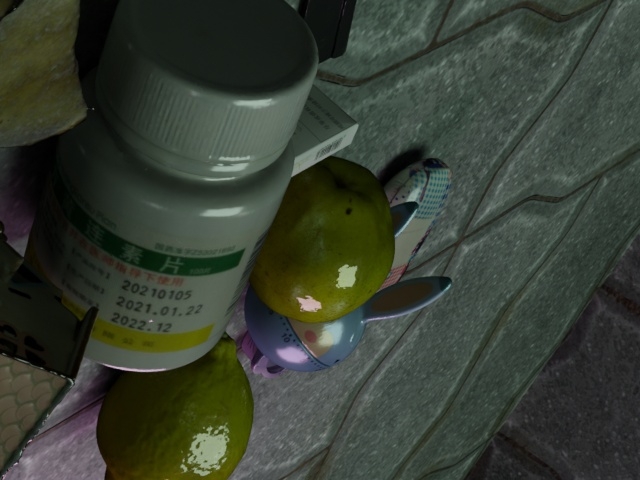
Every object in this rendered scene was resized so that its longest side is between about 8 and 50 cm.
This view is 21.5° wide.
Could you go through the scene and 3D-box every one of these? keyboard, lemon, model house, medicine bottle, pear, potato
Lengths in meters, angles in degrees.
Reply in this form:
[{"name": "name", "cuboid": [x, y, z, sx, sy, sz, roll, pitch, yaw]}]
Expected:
[{"name": "keyboard", "cuboid": [0.011, -0.261, 1.726, 0.072, 0.023, 0.231, -28, 154, -27]}, {"name": "lemon", "cuboid": [-0.170, 0.215, 2.033, 0.248, 0.184, 0.184, -54, 160, 15]}, {"name": "model house", "cuboid": [-0.309, 0.071, 1.365, 0.169, 0.244, 0.326, -50, 160, 14]}, {"name": "medicine bottle", "cuboid": [-0.136, -0.062, 1.516, 0.208, 0.208, 0.340, -29, 154, -42]}, {"name": "pear", "cuboid": [0.001, 0.000, 1.970, 0.198, 0.198, 0.198, -41, 160, -18]}, {"name": "potato", "cuboid": [-0.253, -0.146, 1.277, 0.138, 0.098, 0.243, -36, 164, -20]}]

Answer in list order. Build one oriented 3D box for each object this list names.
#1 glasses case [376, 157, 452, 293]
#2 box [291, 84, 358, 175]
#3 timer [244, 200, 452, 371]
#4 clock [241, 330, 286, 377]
[{"name": "glasses case", "cuboid": [0.078, 0.019, 2.334, 0.125, 0.076, 0.327, -20, 147, -52]}, {"name": "box", "cuboid": [-0.041, -0.111, 1.812, 0.154, 0.084, 0.040, -32, 158, -38]}, {"name": "timer", "cuboid": [0.013, 0.065, 2.107, 0.255, 0.175, 0.175, -36, 171, 39]}, {"name": "clock", "cuboid": [-0.049, 0.115, 2.288, 0.153, 0.050, 0.110, -52, 158, 14]}]
